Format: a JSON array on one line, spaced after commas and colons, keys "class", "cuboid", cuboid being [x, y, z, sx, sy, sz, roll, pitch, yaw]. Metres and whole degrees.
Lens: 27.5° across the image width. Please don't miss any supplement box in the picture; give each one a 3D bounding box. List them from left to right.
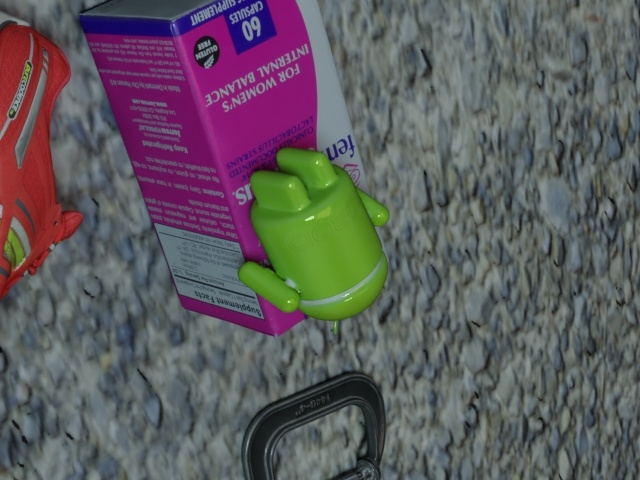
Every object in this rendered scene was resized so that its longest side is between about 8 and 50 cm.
[{"class": "supplement box", "cuboid": [-0.053, -0.063, 0.860, 0.111, 0.114, 0.220, -33, 120, -32]}]

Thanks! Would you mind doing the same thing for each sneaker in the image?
[{"class": "sneaker", "cuboid": [-0.193, 0.007, 0.761, 0.118, 0.107, 0.279, 3, 98, -50]}]

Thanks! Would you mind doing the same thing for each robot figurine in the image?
[{"class": "robot figurine", "cuboid": [0.000, 0.000, 0.798, 0.101, 0.067, 0.115, -45, 124, -30]}]

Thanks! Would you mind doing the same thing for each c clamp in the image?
[{"class": "c clamp", "cuboid": [-0.006, 0.178, 1.006, 0.160, 0.022, 0.137, -25, 108, -34]}]
